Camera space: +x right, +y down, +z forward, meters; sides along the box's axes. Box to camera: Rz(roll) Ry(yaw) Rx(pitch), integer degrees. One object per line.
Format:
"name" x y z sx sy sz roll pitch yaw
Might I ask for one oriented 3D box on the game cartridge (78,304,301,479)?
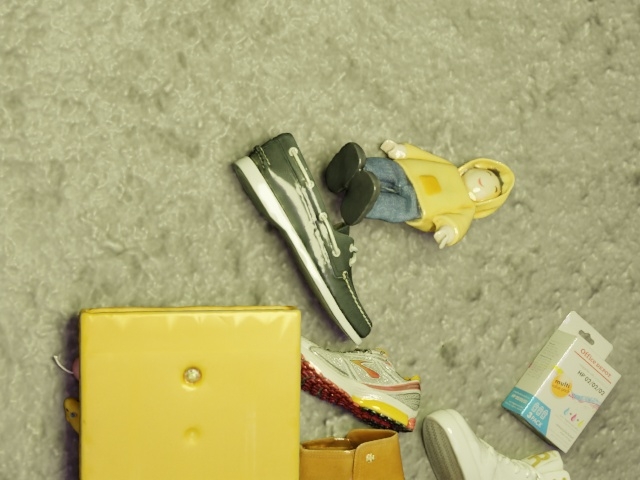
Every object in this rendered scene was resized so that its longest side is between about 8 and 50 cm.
"game cartridge" -0.168 0.246 1.643 0.285 0.052 0.324 0 96 -13

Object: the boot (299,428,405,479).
"boot" 0.105 0.368 1.781 0.295 0.104 0.211 2 103 -15

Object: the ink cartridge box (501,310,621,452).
"ink cartridge box" 0.367 0.207 1.886 0.104 0.061 0.181 40 82 -21

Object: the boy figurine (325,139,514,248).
"boy figurine" 0.149 -0.063 1.722 0.285 0.177 0.092 2 140 -35

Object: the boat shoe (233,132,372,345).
"boat shoe" 0.000 0.000 1.693 0.091 0.114 0.302 -34 108 -7

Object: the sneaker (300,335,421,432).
"sneaker" 0.042 0.183 1.760 0.225 0.088 0.093 31 66 -22

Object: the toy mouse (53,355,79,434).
"toy mouse" -0.271 0.192 1.660 0.143 0.031 0.161 -38 108 -12

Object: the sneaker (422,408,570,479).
"sneaker" 0.264 0.329 1.847 0.169 0.108 0.293 -32 117 -16
